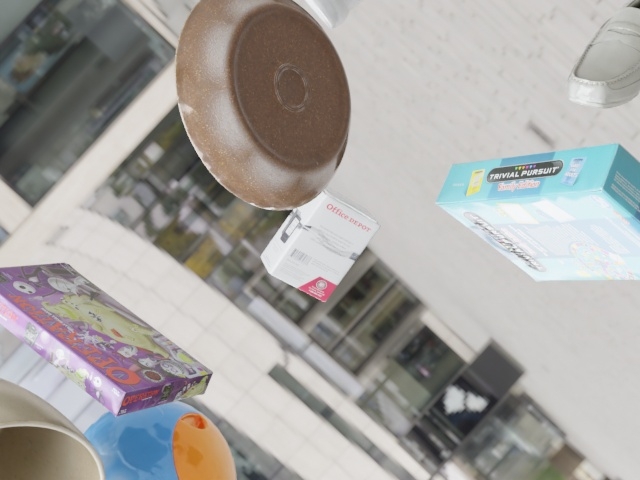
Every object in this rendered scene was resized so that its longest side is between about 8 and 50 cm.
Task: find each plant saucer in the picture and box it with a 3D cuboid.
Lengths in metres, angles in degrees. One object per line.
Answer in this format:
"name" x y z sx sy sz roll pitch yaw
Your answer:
"plant saucer" -0.035 -0.126 0.950 0.036 0.199 0.198 -11 136 43

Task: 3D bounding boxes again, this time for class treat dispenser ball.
"treat dispenser ball" -0.286 0.412 1.913 0.288 0.288 0.288 43 179 1

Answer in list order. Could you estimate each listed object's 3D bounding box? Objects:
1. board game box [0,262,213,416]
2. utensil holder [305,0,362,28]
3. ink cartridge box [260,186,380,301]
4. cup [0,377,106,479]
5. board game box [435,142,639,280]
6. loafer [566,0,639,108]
"board game box" -0.352 0.139 1.701 0.346 0.056 0.208 32 -158 25
"utensil holder" 0.067 -0.567 1.713 0.328 0.385 0.327 52 -175 -7
"ink cartridge box" 0.000 0.000 1.682 0.109 0.150 0.063 29 -166 -28
"cup" -0.512 0.328 1.644 0.331 0.331 0.237 44 -179 -44
"board game box" 0.377 -0.033 1.675 0.253 0.079 0.336 35 160 -29
"loafer" 0.451 -0.292 1.677 0.112 0.319 0.111 17 128 25
